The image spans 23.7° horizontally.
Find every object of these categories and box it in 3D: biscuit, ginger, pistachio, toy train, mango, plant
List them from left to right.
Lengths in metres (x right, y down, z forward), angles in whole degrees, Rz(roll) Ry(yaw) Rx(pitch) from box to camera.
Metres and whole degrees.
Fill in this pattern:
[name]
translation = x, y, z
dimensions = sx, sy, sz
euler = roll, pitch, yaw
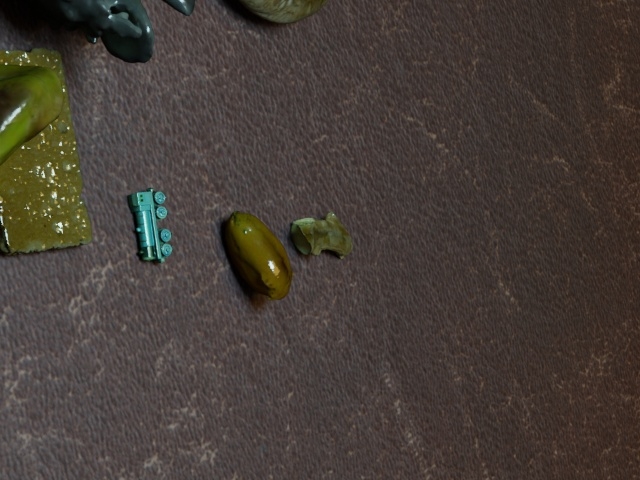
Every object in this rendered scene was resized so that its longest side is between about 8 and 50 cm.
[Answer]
[pistachio]
translation = -0.354, -0.129, 1.609
dimensions = 0.110, 0.100, 0.189
euler = 43, 72, 10
[biscuit]
translation = -0.326, -0.101, 1.714
dimensions = 0.131, 0.025, 0.231
euler = -7, 87, -49
[plant]
translation = -0.265, -0.338, 1.687
dimensions = 0.276, 0.199, 0.188
euler = 41, 80, -30
[toy train]
translation = -0.204, -0.018, 1.841
dimensions = 0.045, 0.029, 0.092
euler = -7, 89, -43
[mango]
translation = -0.078, 0.018, 1.946
dimensions = 0.063, 0.077, 0.127
euler = -33, 94, -23
[ginger]
translation = 0.000, -0.006, 2.071
dimensions = 0.137, 0.044, 0.057
euler = 4, 50, -55

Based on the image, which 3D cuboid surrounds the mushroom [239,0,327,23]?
[mushroom]
translation = -0.040, -0.419, 2.026
dimensions = 0.278, 0.146, 0.278
euler = 1, 89, -47
